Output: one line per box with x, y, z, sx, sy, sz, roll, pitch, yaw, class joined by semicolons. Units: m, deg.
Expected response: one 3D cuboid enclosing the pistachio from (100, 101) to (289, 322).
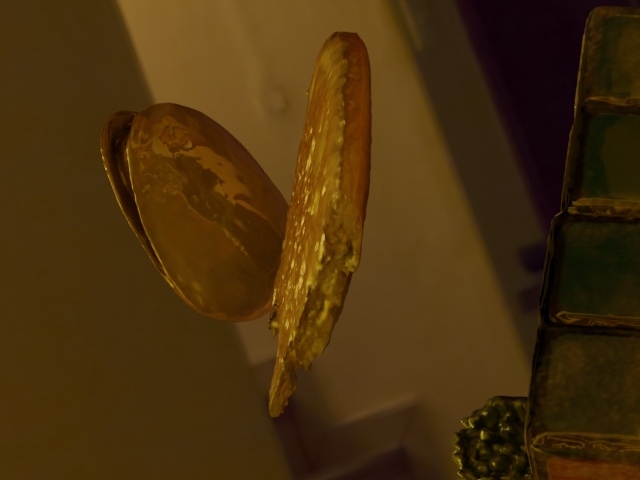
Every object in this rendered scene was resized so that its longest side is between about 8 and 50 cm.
-0.101;-0.026;1.558;0.129;0.206;0.131;-17;31;49;pistachio

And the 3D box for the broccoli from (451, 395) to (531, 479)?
0.221;0.268;1.573;0.248;0.288;0.245;-10;-11;-8;broccoli

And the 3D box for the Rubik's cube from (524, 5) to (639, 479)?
0.333;0.076;1.274;0.344;0.337;0.344;5;-31;12;Rubik's cube

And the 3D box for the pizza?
0.000;0.000;1.210;0.034;0.262;0.181;8;27;-9;pizza
